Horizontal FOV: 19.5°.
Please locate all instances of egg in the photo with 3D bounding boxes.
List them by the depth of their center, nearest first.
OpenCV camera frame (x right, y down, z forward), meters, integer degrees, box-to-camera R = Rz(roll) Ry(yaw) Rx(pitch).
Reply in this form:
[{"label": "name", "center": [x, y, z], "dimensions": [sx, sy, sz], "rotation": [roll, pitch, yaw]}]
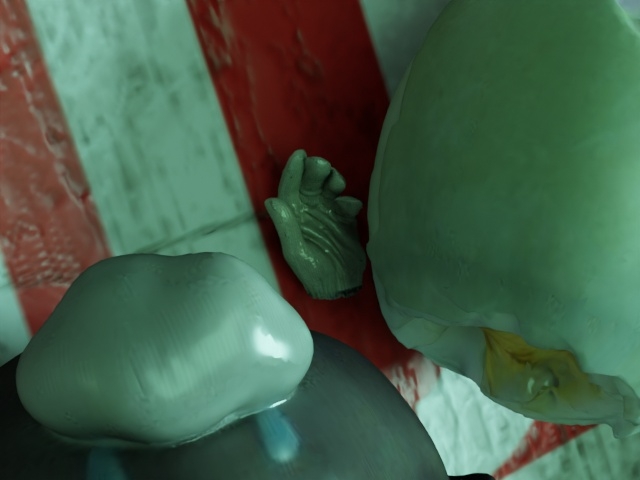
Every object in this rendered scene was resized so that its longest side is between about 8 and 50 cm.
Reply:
[{"label": "egg", "center": [0.119, -0.038, 0.790], "dimensions": [0.183, 0.183, 0.217], "rotation": [34, 72, -28]}]

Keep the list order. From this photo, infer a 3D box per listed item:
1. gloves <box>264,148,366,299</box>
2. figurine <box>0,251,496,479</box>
[{"label": "gloves", "center": [-0.002, -0.001, 0.805], "dimensions": [0.044, 0.037, 0.081], "rotation": [-23, 126, -34]}, {"label": "figurine", "center": [-0.037, 0.199, 0.665], "dimensions": [0.206, 0.218, 0.365], "rotation": [1, 72, -60]}]
